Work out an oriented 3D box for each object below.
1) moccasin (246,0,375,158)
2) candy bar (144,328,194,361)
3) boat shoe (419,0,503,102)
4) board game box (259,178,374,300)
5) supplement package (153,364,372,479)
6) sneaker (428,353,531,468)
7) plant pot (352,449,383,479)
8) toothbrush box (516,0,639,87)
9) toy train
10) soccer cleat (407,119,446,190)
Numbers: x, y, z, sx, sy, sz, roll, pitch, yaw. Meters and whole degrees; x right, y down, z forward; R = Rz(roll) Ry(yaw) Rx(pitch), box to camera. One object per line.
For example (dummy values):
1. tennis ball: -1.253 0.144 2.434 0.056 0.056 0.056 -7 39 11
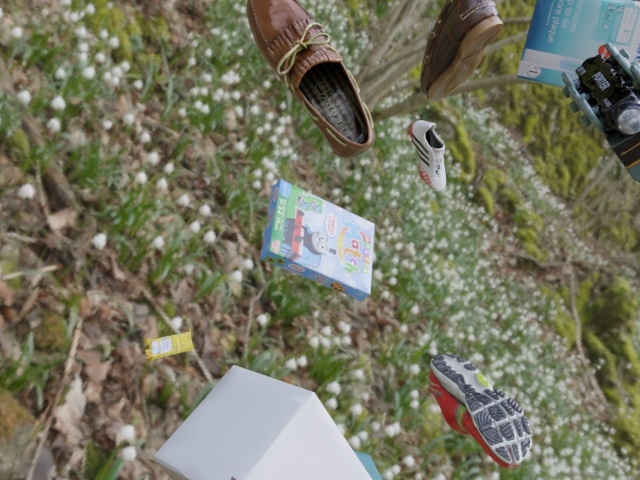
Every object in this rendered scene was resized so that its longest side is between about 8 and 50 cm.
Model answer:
1. moccasin: -0.019 -0.333 1.391 0.380 0.139 0.147 63 -6 -1
2. candy bar: -0.251 0.176 1.202 0.018 0.040 0.161 -8 -4 16
3. boat shoe: 0.171 -0.252 0.917 0.073 0.073 0.207 58 -18 9
4. board game box: 0.000 0.000 1.287 0.211 0.160 0.039 24 -39 -24
5. supplement package: -0.053 0.347 0.991 0.177 0.175 0.293 7 -44 46
6. sneaker: 0.295 0.332 1.346 0.107 0.118 0.279 -5 32 -21
7. plant pot: 0.046 0.578 1.564 0.165 0.165 0.234 22 4 -18
8. toothbrush box: 0.636 -0.459 1.678 0.296 0.216 0.126 16 15 12
9. toy train: 0.563 -0.243 1.333 0.190 0.142 0.334 49 23 -17
10. soccer cleat: 0.120 -0.090 0.761 0.036 0.029 0.083 8 -54 54
